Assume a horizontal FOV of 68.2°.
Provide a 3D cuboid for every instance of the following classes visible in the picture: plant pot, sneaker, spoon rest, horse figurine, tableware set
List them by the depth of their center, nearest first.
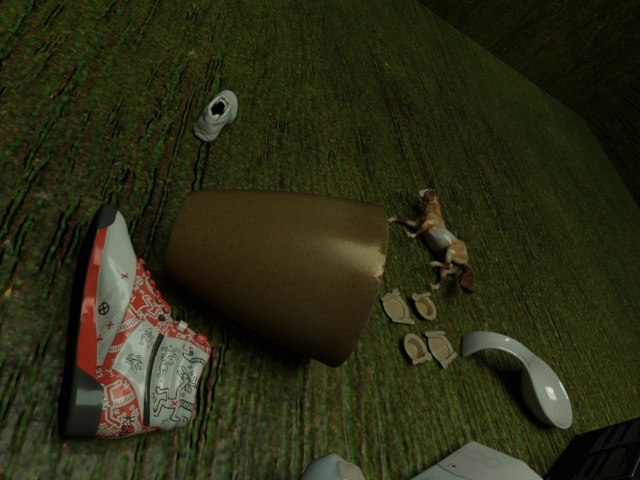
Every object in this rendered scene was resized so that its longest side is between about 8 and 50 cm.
[{"bbox_3d":[-0.211,0.090,0.559,0.145,0.090,0.270,13,54,-34],"label":"sneaker"},{"bbox_3d":[-0.072,0.028,0.650,0.255,0.237,0.237,16,47,-10],"label":"plant pot"},{"bbox_3d":[-0.182,-0.243,0.876,0.054,0.061,0.152,31,41,-15],"label":"sneaker"},{"bbox_3d":[0.188,0.163,0.890,0.141,0.020,0.168,1,58,-40],"label":"tableware set"},{"bbox_3d":[0.410,0.270,0.944,0.276,0.084,0.137,36,42,-11],"label":"spoon rest"},{"bbox_3d":[0.258,0.007,1.045,0.175,0.066,0.263,-19,69,-41],"label":"horse figurine"}]

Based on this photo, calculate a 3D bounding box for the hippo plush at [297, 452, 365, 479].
[{"bbox_3d":[0.041,0.321,0.419,0.294,0.237,0.234,33,57,-21],"label":"hippo plush"}]

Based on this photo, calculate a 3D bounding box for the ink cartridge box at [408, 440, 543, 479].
[{"bbox_3d":[0.257,0.363,0.637,0.189,0.232,0.066,-3,90,-42],"label":"ink cartridge box"}]

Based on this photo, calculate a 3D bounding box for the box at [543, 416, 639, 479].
[{"bbox_3d":[0.524,0.420,0.840,0.261,0.184,0.103,-11,68,-45],"label":"box"}]
